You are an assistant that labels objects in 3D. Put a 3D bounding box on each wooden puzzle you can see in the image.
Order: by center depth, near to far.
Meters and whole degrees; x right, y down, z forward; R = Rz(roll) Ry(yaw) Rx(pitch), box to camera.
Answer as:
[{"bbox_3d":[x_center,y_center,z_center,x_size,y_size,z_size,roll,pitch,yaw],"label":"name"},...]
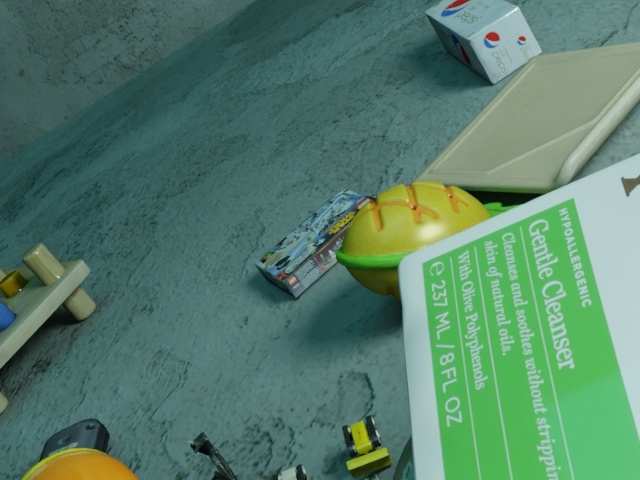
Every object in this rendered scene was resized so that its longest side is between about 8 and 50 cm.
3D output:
[{"bbox_3d":[0.225,-0.117,0.906,0.221,0.044,0.239,-45,20,-20],"label":"wooden puzzle"}]

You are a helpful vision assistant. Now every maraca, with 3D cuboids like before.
[{"bbox_3d":[0.101,-0.006,0.796,0.186,0.099,0.127,-18,16,-28],"label":"maraca"}]

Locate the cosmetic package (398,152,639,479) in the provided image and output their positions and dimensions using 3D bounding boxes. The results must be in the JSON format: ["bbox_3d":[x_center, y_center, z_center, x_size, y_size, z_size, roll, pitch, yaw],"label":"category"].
[{"bbox_3d":[0.231,0.047,0.393,0.366,0.155,0.196,-27,40,24],"label":"cosmetic package"}]

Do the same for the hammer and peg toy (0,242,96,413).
[{"bbox_3d":[-0.489,0.162,1.245,0.266,0.127,0.361,-8,36,45],"label":"hammer and peg toy"}]

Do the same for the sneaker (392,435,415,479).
[{"bbox_3d":[0.103,0.130,0.566,0.071,0.066,0.188,-8,37,39],"label":"sneaker"}]

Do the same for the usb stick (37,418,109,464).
[{"bbox_3d":[-0.242,0.260,0.818,0.077,0.045,0.278,-32,23,12],"label":"usb stick"}]

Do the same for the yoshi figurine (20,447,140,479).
[{"bbox_3d":[0.004,0.236,0.300,0.204,0.202,0.362,-27,39,-34],"label":"yoshi figurine"}]

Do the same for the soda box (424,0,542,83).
[{"bbox_3d":[0.205,-0.271,1.184,0.074,0.069,0.216,-33,24,6],"label":"soda box"}]

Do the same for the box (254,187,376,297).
[{"bbox_3d":[0.000,0.000,1.002,0.137,0.027,0.094,-41,22,-11],"label":"box"}]

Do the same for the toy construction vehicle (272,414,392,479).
[{"bbox_3d":[0.013,0.178,0.647,0.086,0.035,0.098,-24,26,1],"label":"toy construction vehicle"}]

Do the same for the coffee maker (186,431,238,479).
[{"bbox_3d":[-0.096,0.244,0.562,0.178,0.120,0.171,-39,21,-3],"label":"coffee maker"}]
